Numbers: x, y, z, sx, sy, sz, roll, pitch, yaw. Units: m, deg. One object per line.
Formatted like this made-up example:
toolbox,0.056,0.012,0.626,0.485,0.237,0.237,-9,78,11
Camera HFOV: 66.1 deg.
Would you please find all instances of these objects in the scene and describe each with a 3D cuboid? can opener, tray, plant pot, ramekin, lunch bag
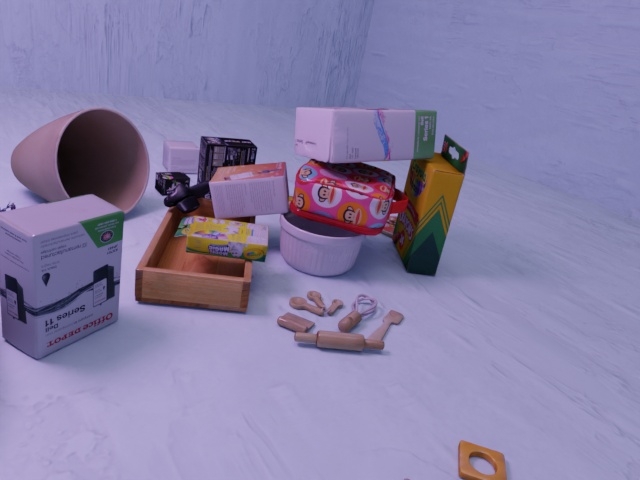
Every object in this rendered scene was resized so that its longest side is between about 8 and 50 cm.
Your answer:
can opener,-0.312,-0.109,1.181,0.059,0.073,0.186,-24,11,18
tray,-0.250,0.011,1.075,0.202,0.076,0.411,7,22,-9
plant pot,-0.614,-0.187,1.199,0.274,0.257,0.256,5,18,27
ramekin,0.000,0.000,1.163,0.207,0.109,0.207,9,22,-4
lunch bag,0.080,-0.115,1.171,0.258,0.120,0.293,15,22,8

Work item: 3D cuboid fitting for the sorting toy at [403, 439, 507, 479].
sorting toy,0.195,0.340,0.537,0.196,0.047,0.348,10,23,-1

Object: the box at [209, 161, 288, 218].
box,-0.162,-0.121,1.163,0.170,0.091,0.130,-5,23,-1

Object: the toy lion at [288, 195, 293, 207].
toy lion,-0.101,-0.116,1.494,0.096,0.034,0.100,16,23,30

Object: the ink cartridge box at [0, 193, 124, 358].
ink cartridge box,-0.390,0.051,0.747,0.087,0.208,0.153,24,27,21

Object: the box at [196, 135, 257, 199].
box,-0.271,-0.198,1.410,0.147,0.180,0.077,-2,27,-26

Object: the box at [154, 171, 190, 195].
box,-0.430,-0.166,1.431,0.083,0.052,0.062,-7,30,-37

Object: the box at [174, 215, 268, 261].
box,-0.196,-0.005,0.990,0.179,0.043,0.105,10,23,-9

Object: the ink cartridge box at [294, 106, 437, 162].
ink cartridge box,0.101,-0.255,1.169,0.278,0.117,0.201,-7,17,-26

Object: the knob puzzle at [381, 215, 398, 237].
knob puzzle,0.240,-0.046,1.479,0.213,0.030,0.213,9,23,-4

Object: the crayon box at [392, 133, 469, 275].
crayon box,0.268,-0.099,1.241,0.081,0.319,0.202,8,23,-7

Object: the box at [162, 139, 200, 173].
box,-0.462,-0.277,1.629,0.101,0.087,0.102,-3,27,-30

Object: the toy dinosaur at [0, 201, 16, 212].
toy dinosaur,-0.700,-0.060,1.085,0.090,0.047,0.082,-15,14,-27

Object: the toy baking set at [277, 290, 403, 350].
toy baking set,0.047,0.147,0.941,0.256,0.030,0.197,9,23,-5
